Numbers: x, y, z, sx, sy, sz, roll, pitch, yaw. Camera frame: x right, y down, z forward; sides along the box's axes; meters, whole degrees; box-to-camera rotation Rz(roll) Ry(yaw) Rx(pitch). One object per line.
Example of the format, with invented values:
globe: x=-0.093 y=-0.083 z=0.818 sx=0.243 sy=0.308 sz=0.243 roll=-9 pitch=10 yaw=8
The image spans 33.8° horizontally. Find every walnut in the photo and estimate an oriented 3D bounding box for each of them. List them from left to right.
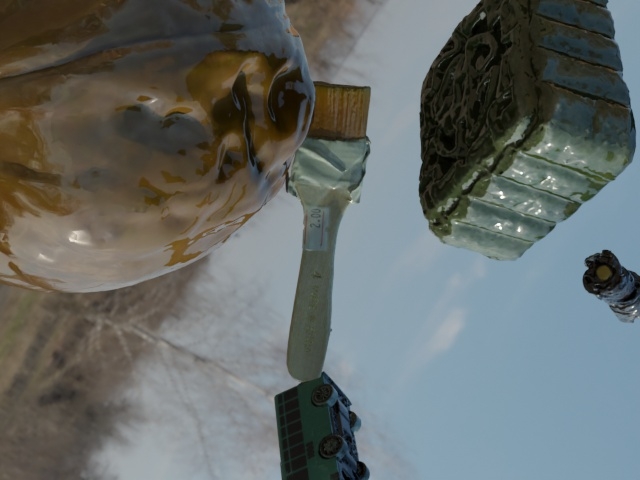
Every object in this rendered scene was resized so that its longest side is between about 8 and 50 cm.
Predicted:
walnut: x=-0.183 y=-0.140 z=0.830 sx=0.308 sy=0.354 sz=0.398 roll=-16 pitch=-176 yaw=31

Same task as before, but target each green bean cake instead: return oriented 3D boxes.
green bean cake: x=0.148 y=-0.102 z=0.814 sx=0.183 sy=0.094 sz=0.185 roll=129 pitch=-30 yaw=-53

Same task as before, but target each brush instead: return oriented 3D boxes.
brush: x=0.000 y=0.000 z=1.115 sx=0.020 sy=0.085 sz=0.337 roll=-80 pitch=176 yaw=-71

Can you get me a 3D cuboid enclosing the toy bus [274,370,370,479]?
toy bus: x=-0.002 y=0.242 z=1.211 sx=0.091 sy=0.079 sz=0.160 roll=-26 pitch=-140 yaw=14

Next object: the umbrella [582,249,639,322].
umbrella: x=0.235 y=0.039 z=0.826 sx=0.037 sy=0.040 sz=0.144 roll=-44 pitch=151 yaw=11
